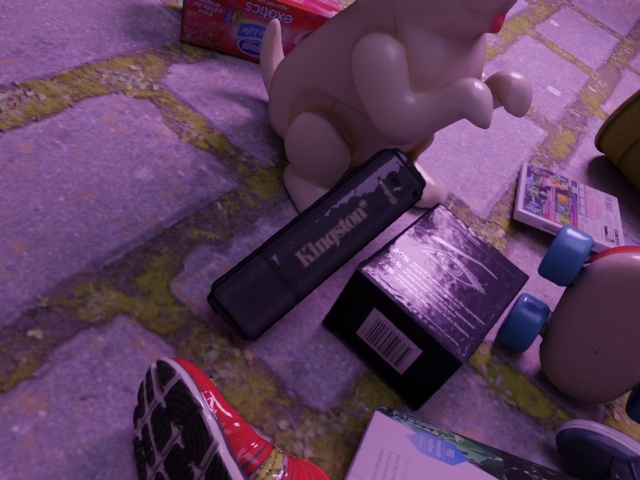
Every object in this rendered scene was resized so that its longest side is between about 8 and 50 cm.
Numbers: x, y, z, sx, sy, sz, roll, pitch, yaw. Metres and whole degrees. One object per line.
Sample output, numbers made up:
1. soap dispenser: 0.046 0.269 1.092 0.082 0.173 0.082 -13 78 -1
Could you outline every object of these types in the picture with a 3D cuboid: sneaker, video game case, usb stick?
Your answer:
1. sneaker: -0.053 0.213 0.509 0.279 0.107 0.118 48 27 16
2. sneaker: 0.317 0.304 0.610 0.226 0.086 0.163 46 42 16
3. video game case: 0.432 -0.057 1.044 0.183 0.023 0.201 23 37 7
4. usb stick: 0.000 0.000 0.665 0.278 0.045 0.077 -39 86 -13

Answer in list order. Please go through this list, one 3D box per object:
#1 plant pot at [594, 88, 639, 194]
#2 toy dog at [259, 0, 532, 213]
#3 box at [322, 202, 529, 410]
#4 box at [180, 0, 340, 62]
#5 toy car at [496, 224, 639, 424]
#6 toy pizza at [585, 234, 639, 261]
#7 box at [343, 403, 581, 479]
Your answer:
1. plant pot: 0.790 -0.138 1.142 0.366 0.366 0.353 -7 64 -34
2. toy dog: 0.107 -0.262 0.808 0.284 0.408 0.395 -13 57 -38
3. box: 0.131 0.070 0.720 0.153 0.108 0.207 42 43 15
4. box: -0.103 -0.393 1.035 0.256 0.123 0.128 10 46 -21
5. toy car: 0.390 0.083 0.800 0.219 0.210 0.238 30 28 16
6. toy pizza: 0.484 0.044 0.995 0.201 0.032 0.201 14 40 -12
7. box: 0.174 0.239 0.471 0.321 0.059 0.232 20 5 11
